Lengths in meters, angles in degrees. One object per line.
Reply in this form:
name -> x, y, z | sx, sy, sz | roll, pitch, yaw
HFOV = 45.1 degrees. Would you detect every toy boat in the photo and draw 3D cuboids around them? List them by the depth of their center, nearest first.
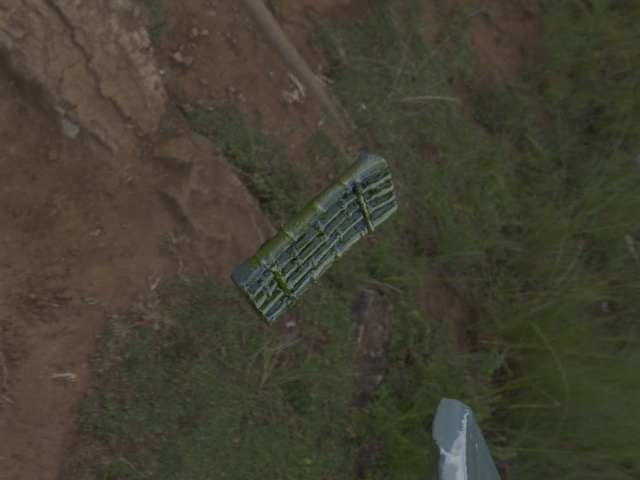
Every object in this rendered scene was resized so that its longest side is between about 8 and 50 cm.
toy boat -> 0.000, 0.000, 0.466 | 0.115, 0.016, 0.063 | -43, 150, -11

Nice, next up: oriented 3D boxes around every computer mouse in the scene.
computer mouse -> 0.103, 0.223, 0.564 | 0.128, 0.079, 0.231 | -82, 155, -54
